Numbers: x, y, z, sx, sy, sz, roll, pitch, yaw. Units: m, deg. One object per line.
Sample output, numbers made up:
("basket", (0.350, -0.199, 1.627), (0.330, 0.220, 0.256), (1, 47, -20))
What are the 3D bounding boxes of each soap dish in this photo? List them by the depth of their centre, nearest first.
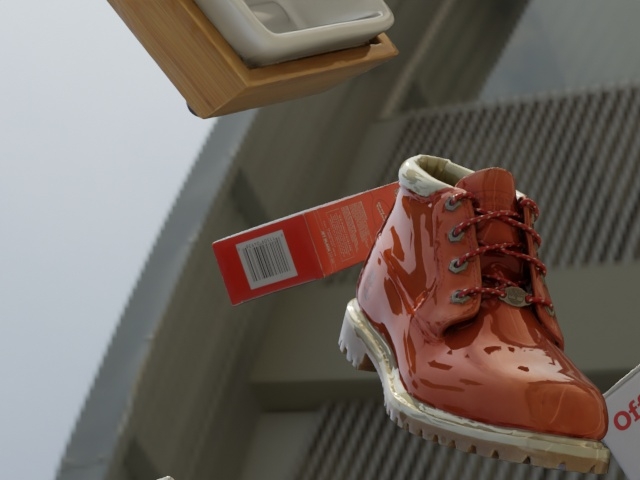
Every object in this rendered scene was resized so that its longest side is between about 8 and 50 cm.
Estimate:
("soap dish", (-0.093, -0.243, 1.374), (0.291, 0.118, 0.229), (52, -144, 13))

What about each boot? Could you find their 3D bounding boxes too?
("boot", (0.053, 0.021, 0.510), (0.059, 0.158, 0.085), (11, -77, -24))

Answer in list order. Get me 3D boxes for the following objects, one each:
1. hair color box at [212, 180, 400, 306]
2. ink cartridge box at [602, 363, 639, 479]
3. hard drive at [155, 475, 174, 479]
("hair color box", (0.000, 0.000, 0.967), (0.141, 0.072, 0.043), (-22, -86, -60))
("ink cartridge box", (0.273, 0.140, 0.911), (0.082, 0.139, 0.191), (0, -127, -48))
("hard drive", (-0.211, 0.307, 1.180), (0.040, 0.307, 0.203), (-84, -29, -60))
